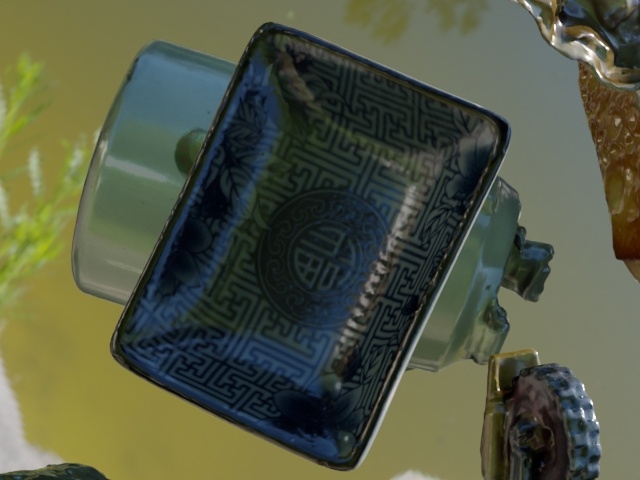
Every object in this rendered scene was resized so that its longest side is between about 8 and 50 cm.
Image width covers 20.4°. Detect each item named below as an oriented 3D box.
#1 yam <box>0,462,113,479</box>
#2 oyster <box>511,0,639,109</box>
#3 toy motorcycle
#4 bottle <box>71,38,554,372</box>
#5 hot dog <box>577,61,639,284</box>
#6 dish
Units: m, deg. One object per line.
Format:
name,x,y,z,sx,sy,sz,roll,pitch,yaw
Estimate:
yam,-0.200,0.192,1.059,0.107,0.107,0.194,60,24,16
oyster,0.127,-0.184,0.909,0.354,0.107,0.201,38,28,-42
toy motorcycle,0.105,0.165,0.948,0.094,0.229,0.130,-8,19,-18
bottle,0.000,0.000,1.367,0.352,0.229,0.229,19,43,3
hot dog,0.331,-0.140,1.387,0.223,0.185,0.405,6,58,-22
dish,-0.001,0.006,1.135,0.182,0.243,0.080,24,-1,16
